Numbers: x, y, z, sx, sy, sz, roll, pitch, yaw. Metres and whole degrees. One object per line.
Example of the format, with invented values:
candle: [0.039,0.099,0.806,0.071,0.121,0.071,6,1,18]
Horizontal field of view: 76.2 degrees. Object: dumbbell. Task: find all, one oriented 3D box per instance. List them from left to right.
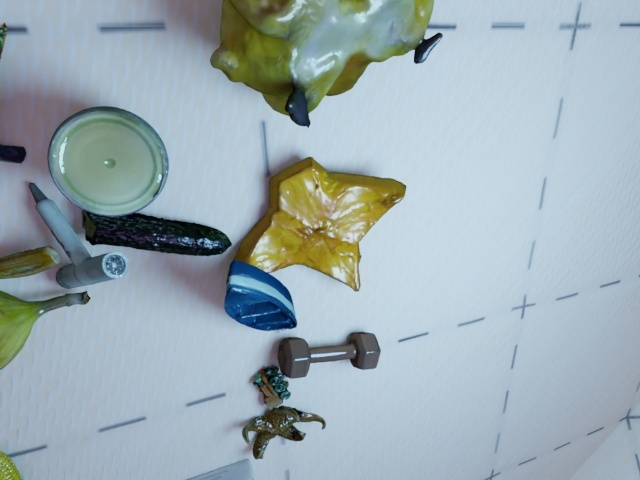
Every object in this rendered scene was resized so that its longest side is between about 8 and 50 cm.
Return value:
dumbbell: [0.020,0.252,0.909,0.231,0.082,0.092,2,109,-23]

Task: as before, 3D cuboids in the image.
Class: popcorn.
popcorn: [-0.012,-0.326,0.575,0.316,0.281,0.297,-27,163,-41]

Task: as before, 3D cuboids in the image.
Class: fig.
fig: [-0.488,0.141,0.614,0.231,0.160,0.143,10,63,-29]

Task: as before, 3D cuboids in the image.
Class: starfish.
starfish: [-0.082,0.427,0.937,0.190,0.074,0.146,-14,127,-15]

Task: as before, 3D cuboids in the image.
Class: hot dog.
hot dog: [-0.458,0.036,0.624,0.137,0.028,0.044,-15,123,11]

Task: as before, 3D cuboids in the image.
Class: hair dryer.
hair dryer: [-0.381,-0.015,0.615,0.044,0.155,0.183,-42,115,-53]

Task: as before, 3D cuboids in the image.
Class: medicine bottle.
medicine bottle: [-0.298,-0.115,0.585,0.147,0.143,0.147,-8,109,-22]

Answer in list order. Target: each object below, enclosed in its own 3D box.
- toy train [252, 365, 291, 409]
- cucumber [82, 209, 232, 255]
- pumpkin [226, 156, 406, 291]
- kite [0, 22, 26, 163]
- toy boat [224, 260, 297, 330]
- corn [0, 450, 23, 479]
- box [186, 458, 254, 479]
toy train: [-0.109,0.326,0.911,0.064,0.044,0.103,-25,119,1]
cucumber: [-0.266,-0.009,0.688,0.245,0.067,0.067,10,107,-24]
pumpkin: [-0.011,-0.021,0.774,0.290,0.095,0.258,9,113,-22]
kite: [-0.497,-0.135,0.505,0.234,0.016,0.321,-1,125,-56]
toy boat: [-0.106,0.104,0.714,0.096,0.061,0.299,-7,157,6]
corn: [-0.587,0.497,0.759,0.081,0.081,0.248,-12,114,-18]
box: [-0.318,0.653,0.945,0.343,0.065,0.200,-11,115,-19]
